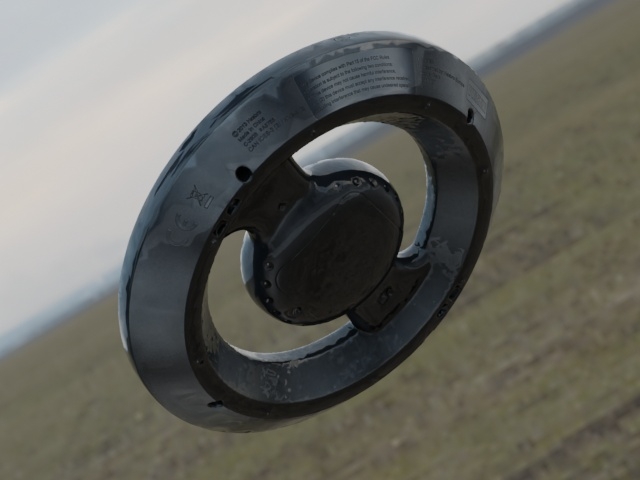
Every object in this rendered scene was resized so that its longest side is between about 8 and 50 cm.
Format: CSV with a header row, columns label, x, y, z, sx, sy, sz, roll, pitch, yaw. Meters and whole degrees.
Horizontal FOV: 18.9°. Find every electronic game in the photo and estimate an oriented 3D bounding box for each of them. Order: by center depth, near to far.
label,x,y,z,sx,sy,sz,roll,pitch,yaw
electronic game,0.000,0.000,0.965,0.229,0.048,0.229,-23,-46,-26
